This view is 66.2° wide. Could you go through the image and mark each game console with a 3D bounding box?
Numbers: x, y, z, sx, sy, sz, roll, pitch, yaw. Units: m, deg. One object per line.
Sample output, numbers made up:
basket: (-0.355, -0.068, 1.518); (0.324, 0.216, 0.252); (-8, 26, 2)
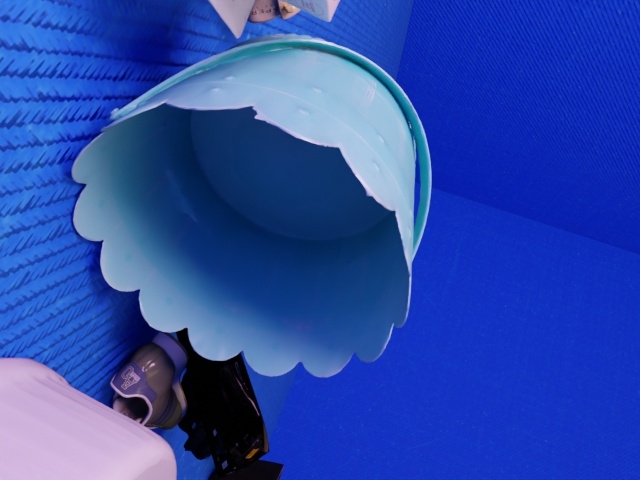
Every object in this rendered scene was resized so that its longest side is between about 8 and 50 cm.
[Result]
game console: (-0.154, 0.198, 0.639); (0.213, 0.044, 0.361); (66, -30, 22)

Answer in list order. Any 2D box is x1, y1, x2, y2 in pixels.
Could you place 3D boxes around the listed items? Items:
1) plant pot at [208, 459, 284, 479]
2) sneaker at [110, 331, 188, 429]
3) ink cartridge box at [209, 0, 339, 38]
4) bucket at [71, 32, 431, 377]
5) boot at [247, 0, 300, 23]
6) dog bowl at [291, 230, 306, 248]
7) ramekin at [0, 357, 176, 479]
plant pot: (-0.218, 0.685, 1.297); (0.187, 0.167, 0.188); (-3, 113, -82)
sneaker: (-0.207, 0.187, 0.576); (0.086, 0.064, 0.192); (-42, 159, -43)
ink cartridge box: (-0.001, -0.212, 0.298); (0.181, 0.062, 0.104); (-64, 176, 4)
bucket: (-0.041, -0.034, 0.435); (0.183, 0.281, 0.281); (-71, 175, -46)
boot: (-0.063, -0.247, 0.388); (0.203, 0.095, 0.261); (96, 12, -66)
dog bowl: (0.000, 0.000, 0.758); (0.349, 0.102, 0.348); (11, 90, -68)
ramekin: (-0.214, 0.232, 0.324); (0.277, 0.135, 0.277); (19, 90, -83)
